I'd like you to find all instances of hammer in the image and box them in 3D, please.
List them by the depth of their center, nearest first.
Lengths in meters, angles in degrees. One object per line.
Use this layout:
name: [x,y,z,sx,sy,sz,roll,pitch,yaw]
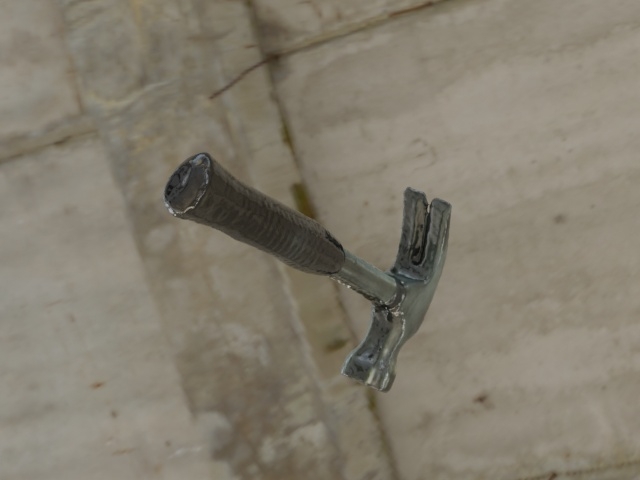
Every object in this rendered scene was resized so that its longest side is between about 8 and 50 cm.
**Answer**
hammer: [0.000,0.000,0.682,0.029,0.246,0.103,23,-95,29]
